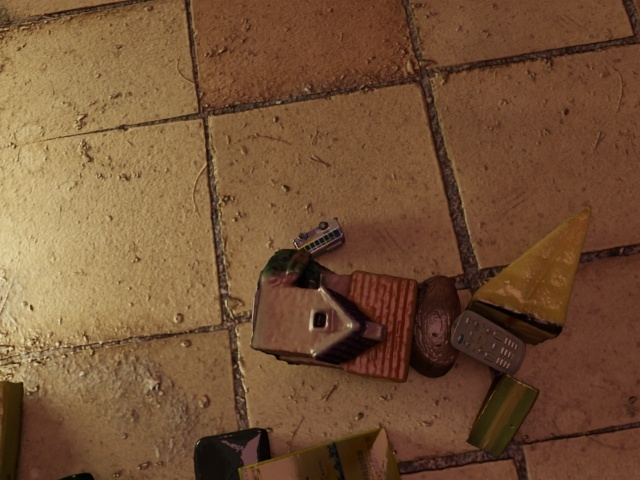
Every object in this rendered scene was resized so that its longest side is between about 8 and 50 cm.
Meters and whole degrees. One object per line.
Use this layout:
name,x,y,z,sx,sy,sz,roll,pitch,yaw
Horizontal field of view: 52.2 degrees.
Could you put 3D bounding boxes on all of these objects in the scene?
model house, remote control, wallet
model house,0.038,0.127,1.151,0.238,0.237,0.202,4,72,25
remote control,0.306,0.188,1.189,0.044,0.229,0.073,20,83,52
wallet,-0.152,0.475,1.187,0.149,0.044,0.250,-9,73,3

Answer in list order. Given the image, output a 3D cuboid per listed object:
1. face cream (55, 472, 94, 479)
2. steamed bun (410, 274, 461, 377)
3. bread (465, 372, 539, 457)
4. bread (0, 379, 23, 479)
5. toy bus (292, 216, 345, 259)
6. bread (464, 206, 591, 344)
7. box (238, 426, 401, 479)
face cream,-0.400,0.589,1.059,0.313,0.219,0.357,-25,69,-22
steamed bun,0.206,0.160,1.216,0.107,0.145,0.175,5,68,6
bread,0.331,0.321,1.191,0.074,0.084,0.139,28,77,10
bread,-0.638,0.444,1.199,0.138,0.077,0.361,-4,72,2
toy bus,0.000,0.000,1.324,0.102,0.052,0.058,-28,74,-5
bread,0.385,0.050,1.236,0.163,0.167,0.263,19,71,9
box,0.007,0.445,1.165,0.279,0.041,0.153,-12,72,-12
